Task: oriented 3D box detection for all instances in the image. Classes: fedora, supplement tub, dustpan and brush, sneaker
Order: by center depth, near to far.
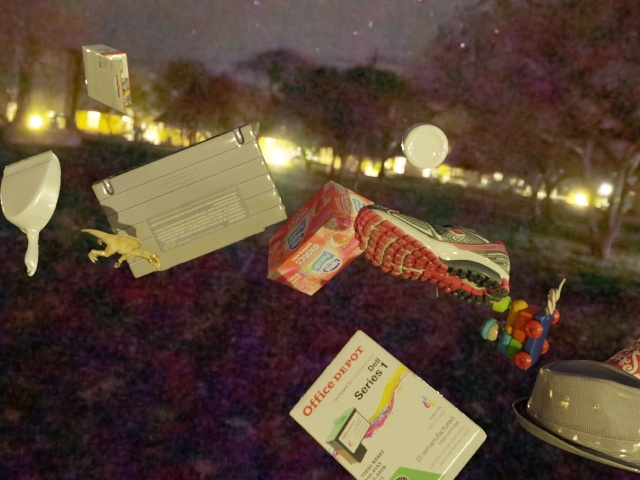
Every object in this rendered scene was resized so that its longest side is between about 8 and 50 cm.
[{"bbox_3d":[0.166,-0.153,1.189,0.071,0.071,0.107,9,11,3],"label":"supplement tub"},{"bbox_3d":[0.475,0.282,1.262,0.275,0.124,0.244,15,10,37],"label":"fedora"},{"bbox_3d":[0.196,0.012,1.305,0.299,0.112,0.121,25,-37,-14],"label":"sneaker"},{"bbox_3d":[-0.523,-0.043,1.330,0.147,0.211,0.060,-12,-26,31],"label":"dustpan and brush"}]

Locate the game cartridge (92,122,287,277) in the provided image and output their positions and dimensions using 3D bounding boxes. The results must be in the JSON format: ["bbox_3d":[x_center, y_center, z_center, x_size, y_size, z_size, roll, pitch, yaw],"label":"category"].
[{"bbox_3d":[-0.272,-0.081,1.574,0.355,0.230,0.068,-21,21,-2],"label":"game cartridge"}]

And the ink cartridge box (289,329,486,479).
[{"bbox_3d":[0.115,0.323,1.294,0.278,0.201,0.117,38,-7,28],"label":"ink cartridge box"}]

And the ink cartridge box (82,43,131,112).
[{"bbox_3d":[-0.250,-0.195,0.887,0.029,0.063,0.115,-17,30,-34],"label":"ink cartridge box"}]

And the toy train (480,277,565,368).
[{"bbox_3d":[0.454,0.157,1.665,0.143,0.248,0.105,29,35,32],"label":"toy train"}]

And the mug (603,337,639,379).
[{"bbox_3d":[0.774,0.297,1.729,0.150,0.169,0.113,51,5,10],"label":"mug"}]

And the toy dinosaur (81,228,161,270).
[{"bbox_3d":[-0.364,0.006,1.304,0.092,0.053,0.183,-19,-33,33],"label":"toy dinosaur"}]

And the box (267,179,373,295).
[{"bbox_3d":[0.000,0.000,1.987,0.154,0.300,0.142,25,43,-28],"label":"box"}]
